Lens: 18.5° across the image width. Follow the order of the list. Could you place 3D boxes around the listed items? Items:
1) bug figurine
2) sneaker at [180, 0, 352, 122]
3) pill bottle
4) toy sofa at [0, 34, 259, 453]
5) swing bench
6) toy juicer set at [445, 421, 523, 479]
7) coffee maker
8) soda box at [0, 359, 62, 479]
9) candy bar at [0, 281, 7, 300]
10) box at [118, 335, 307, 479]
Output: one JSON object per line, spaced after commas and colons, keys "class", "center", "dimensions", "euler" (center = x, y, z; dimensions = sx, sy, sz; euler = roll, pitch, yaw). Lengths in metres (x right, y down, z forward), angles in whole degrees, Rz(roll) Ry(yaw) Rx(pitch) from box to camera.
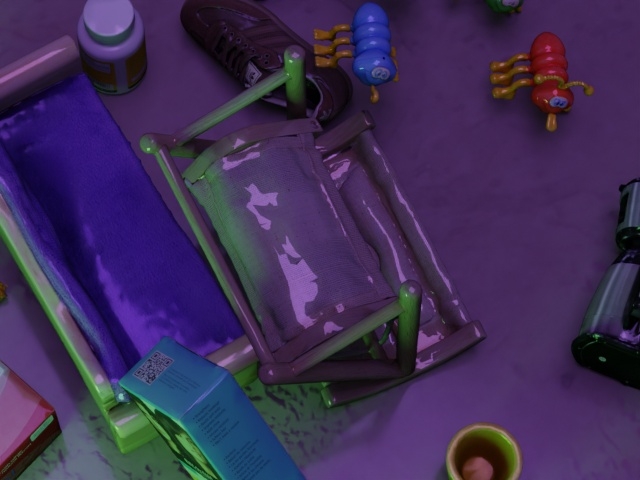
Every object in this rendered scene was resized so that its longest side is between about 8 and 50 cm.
{"class": "bug figurine", "center": [0.128, -0.212, 1.865], "dimensions": [0.279, 0.072, 0.216], "euler": [6, 59, -24]}
{"class": "sneaker", "center": [-0.058, -0.177, 1.881], "dimensions": [0.188, 0.066, 0.071], "euler": [29, 32, 6]}
{"class": "pill bottle", "center": [-0.198, -0.190, 1.865], "dimensions": [0.065, 0.116, 0.065], "euler": [1, 70, -3]}
{"class": "toy sofa", "center": [-0.203, -0.005, 1.766], "dimensions": [0.150, 0.177, 0.362], "euler": [-29, 73, -12]}
{"class": "swing bench", "center": [0.000, 0.000, 1.751], "dimensions": [0.165, 0.255, 0.253], "euler": [-30, 72, 9]}
{"class": "toy juicer set", "center": [0.229, 0.314, 1.717], "dimensions": [0.329, 0.089, 0.209], "euler": [26, 71, 6]}
{"class": "coffee maker", "center": [0.335, 0.051, 1.818], "dimensions": [0.171, 0.120, 0.178], "euler": [28, 71, -17]}
{"class": "soda box", "center": [-0.351, 0.224, 1.724], "dimensions": [0.092, 0.083, 0.263], "euler": [40, 72, 11]}
{"class": "candy bar", "center": [-0.354, 0.091, 1.807], "dimensions": [0.040, 0.018, 0.161], "euler": [40, 74, 11]}
{"class": "box", "center": [-0.067, 0.194, 1.662], "dimensions": [0.060, 0.244, 0.100], "euler": [-45, 36, -16]}
